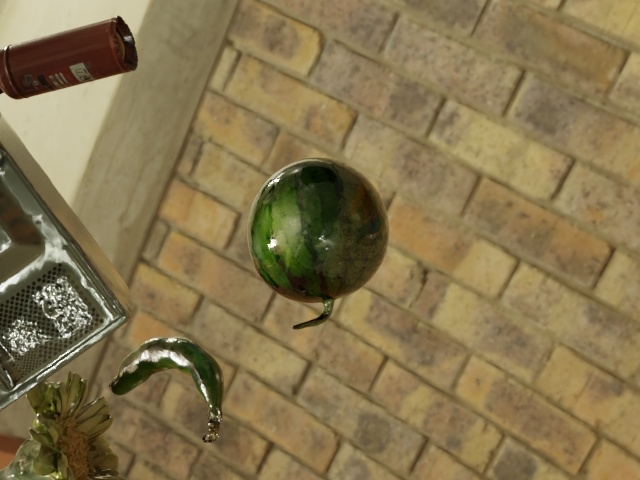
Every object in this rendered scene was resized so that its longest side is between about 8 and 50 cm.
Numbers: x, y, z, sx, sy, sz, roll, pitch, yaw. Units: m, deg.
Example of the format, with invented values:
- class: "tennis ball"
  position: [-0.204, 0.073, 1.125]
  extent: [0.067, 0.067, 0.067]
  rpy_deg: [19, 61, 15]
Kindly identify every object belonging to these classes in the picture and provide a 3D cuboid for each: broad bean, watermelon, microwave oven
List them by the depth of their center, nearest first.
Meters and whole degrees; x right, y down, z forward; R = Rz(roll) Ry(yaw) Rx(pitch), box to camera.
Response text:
- class: "watermelon"
  position: [0.000, 0.000, 1.231]
  extent: [0.188, 0.214, 0.188]
  rpy_deg: [-14, 172, -2]
- class: "microwave oven"
  position: [-0.482, -0.016, 1.296]
  extent: [0.432, 0.236, 0.374]
  rpy_deg: [55, 173, -10]
- class: "broad bean"
  position: [-0.253, 0.229, 1.581]
  extent: [0.292, 0.144, 0.049]
  rpy_deg: [14, 175, 41]

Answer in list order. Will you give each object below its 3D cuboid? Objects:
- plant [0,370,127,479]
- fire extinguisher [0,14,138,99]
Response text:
- class: "plant"
  position: [-0.455, 0.404, 1.628]
  extent: [0.261, 0.297, 0.306]
  rpy_deg: [40, 160, 22]
- class: "fire extinguisher"
  position: [-0.516, -0.312, 1.760]
  extent: [0.106, 0.337, 0.147]
  rpy_deg: [64, -164, -55]
